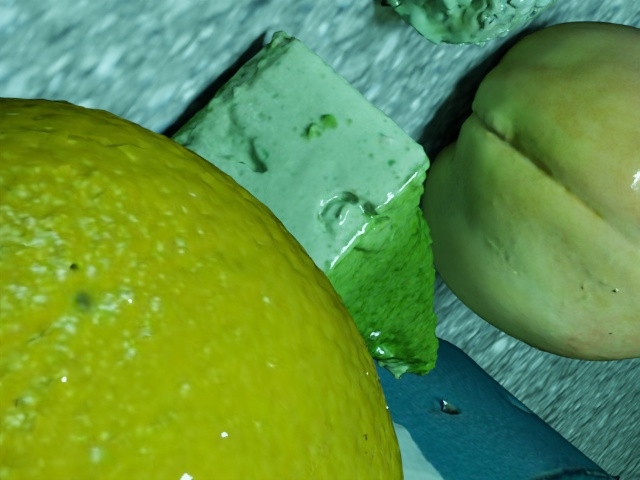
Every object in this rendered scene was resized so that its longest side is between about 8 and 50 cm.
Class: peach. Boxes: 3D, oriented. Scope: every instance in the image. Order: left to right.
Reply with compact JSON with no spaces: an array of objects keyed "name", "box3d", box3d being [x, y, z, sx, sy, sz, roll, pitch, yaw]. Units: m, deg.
[{"name":"peach","box3d":[0.150,-0.022,1.007,0.184,0.184,0.184,-41,157,-21]}]

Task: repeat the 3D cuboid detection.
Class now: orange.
[{"name":"orange","box3d":[-0.108,0.090,0.576,0.274,0.274,0.274,-41,157,-21]}]

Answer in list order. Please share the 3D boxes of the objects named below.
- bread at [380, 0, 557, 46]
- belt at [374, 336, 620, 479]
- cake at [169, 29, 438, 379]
[{"name":"bread","box3d":[0.114,-0.182,0.819,0.232,0.064,0.172,-51,161,1]},{"name":"belt","box3d":[0.032,0.215,1.176,0.300,0.173,0.436,-54,158,4]},{"name":"cake","box3d":[0.013,-0.005,0.864,0.099,0.100,0.235,-50,158,3]}]
